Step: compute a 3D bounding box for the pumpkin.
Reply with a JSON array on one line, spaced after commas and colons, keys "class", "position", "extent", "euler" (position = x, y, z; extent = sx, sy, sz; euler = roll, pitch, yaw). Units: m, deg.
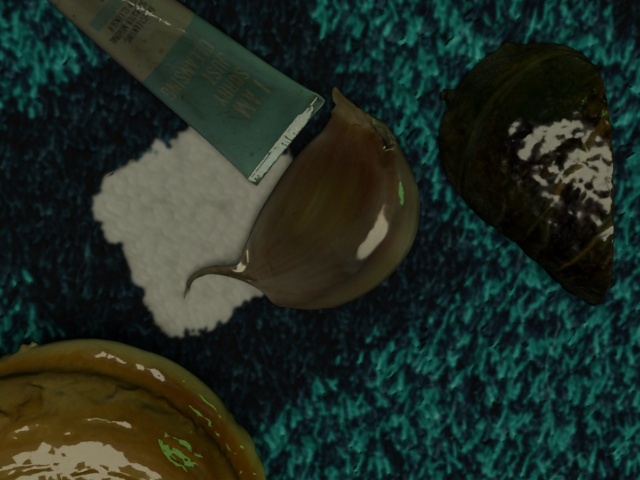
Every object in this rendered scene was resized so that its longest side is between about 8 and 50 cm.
[{"class": "pumpkin", "position": [0.205, -0.053, 1.364], "extent": [0.163, 0.111, 0.278], "euler": [-4, 104, -2]}]

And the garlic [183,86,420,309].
[{"class": "garlic", "position": [-0.001, 0.005, 1.358], "extent": [0.266, 0.148, 0.128], "euler": [-46, 140, -1]}]

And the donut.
[{"class": "donut", "position": [-0.259, 0.304, 1.330], "extent": [0.449, 0.198, 0.448], "euler": [-1, 100, -7]}]

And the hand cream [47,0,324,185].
[{"class": "hand cream", "position": [-0.148, -0.181, 1.307], "extent": [0.312, 0.070, 0.111], "euler": [36, 96, -16]}]
